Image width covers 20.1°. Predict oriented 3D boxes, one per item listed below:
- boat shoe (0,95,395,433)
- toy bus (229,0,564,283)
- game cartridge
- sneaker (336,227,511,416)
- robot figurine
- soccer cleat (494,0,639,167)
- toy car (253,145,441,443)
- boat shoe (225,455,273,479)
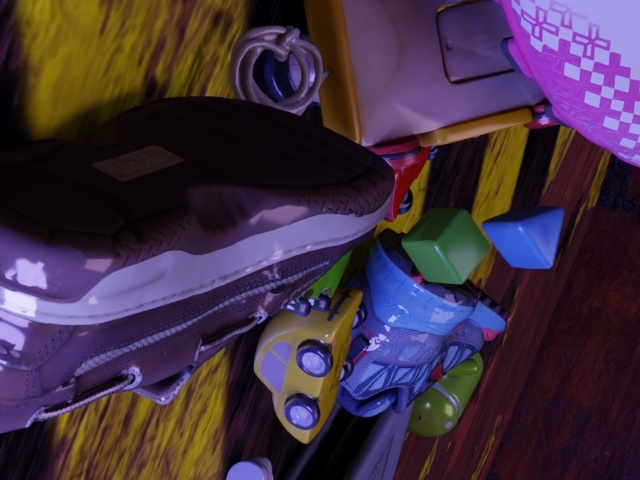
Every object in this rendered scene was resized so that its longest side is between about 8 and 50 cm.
[{"bbox_3d":[-0.061,0.009,0.667,0.257,0.095,0.095,-14,131,-59],"label":"boat shoe"},{"bbox_3d":[0.040,-0.091,0.866,0.104,0.202,0.191,1,-122,55],"label":"toy bus"},{"bbox_3d":[-0.013,0.240,1.368,0.297,0.062,0.198,-55,167,-45],"label":"game cartridge"},{"bbox_3d":[0.051,0.064,1.287,0.125,0.104,0.262,-51,164,4],"label":"sneaker"},{"bbox_3d":[0.105,0.129,1.636,0.115,0.067,0.101,-59,177,-34],"label":"robot figurine"},{"bbox_3d":[0.132,-0.147,0.768,0.331,0.143,0.116,51,54,-35],"label":"soccer cleat"},{"bbox_3d":[0.000,0.000,0.992,0.225,0.053,0.239,7,105,-77],"label":"toy car"},{"bbox_3d":[-0.052,0.183,1.144,0.035,0.035,0.100,-17,122,-71],"label":"boat shoe"}]
